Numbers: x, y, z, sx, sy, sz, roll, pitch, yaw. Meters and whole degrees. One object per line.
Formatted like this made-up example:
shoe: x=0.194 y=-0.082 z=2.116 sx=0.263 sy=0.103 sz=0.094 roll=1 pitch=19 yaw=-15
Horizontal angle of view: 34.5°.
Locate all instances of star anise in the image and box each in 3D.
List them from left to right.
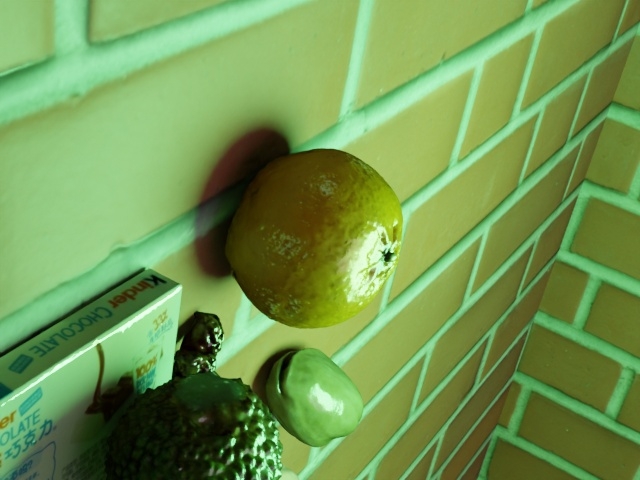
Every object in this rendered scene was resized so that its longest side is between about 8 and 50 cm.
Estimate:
star anise: x=-0.127 y=0.163 z=1.036 sx=0.097 sy=0.070 sz=0.191 roll=-114 pitch=-144 yaw=-75

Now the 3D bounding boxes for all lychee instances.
lychee: x=-0.112 y=0.203 z=0.900 sx=0.171 sy=0.171 sz=0.171 roll=-48 pitch=154 yaw=-34

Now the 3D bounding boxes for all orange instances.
orange: x=0.000 y=0.000 z=1.052 sx=0.193 sy=0.161 sz=0.193 roll=-45 pitch=153 yaw=-30

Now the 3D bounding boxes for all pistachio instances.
pistachio: x=-0.009 y=0.202 z=1.334 sx=0.185 sy=0.108 sz=0.126 roll=37 pitch=57 yaw=-61

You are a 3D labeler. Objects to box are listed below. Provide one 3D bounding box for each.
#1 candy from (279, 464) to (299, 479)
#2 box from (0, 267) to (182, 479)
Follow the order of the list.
candy: x=-0.118 y=0.381 z=1.291 sx=0.255 sy=0.094 sz=0.255 roll=-48 pitch=153 yaw=-34
box: x=-0.230 y=0.189 z=0.891 sx=0.273 sy=0.048 sz=0.265 roll=-34 pitch=143 yaw=-51
